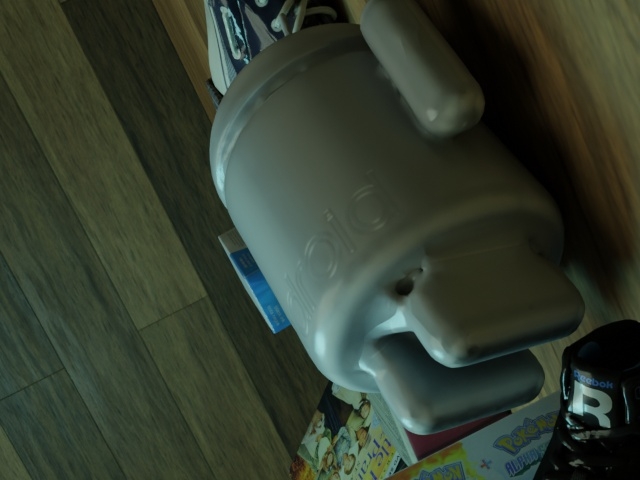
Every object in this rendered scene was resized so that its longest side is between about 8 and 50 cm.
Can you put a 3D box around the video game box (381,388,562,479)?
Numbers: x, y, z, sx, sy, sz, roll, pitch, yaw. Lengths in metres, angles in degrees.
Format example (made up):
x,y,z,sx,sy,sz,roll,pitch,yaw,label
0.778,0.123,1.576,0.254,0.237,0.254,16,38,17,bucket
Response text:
x,y,z,sx,sy,sz,roll,pitch,yaw,label
0.167,0.218,0.646,0.187,0.205,0.048,54,164,48,video game box

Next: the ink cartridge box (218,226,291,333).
x,y,z,sx,sy,sz,roll,pitch,yaw,label
0.000,0.000,1.011,0.085,0.203,0.148,64,173,-23,ink cartridge box

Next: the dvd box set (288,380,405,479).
x,y,z,sx,sy,sz,roll,pitch,yaw,label
0.069,0.331,1.406,0.062,0.307,0.420,24,-177,-15,dvd box set

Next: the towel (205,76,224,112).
x,y,z,sx,sy,sz,roll,pitch,yaw,label
-0.090,-0.141,1.421,0.283,0.121,0.235,52,165,55,towel

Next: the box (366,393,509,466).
x,y,z,sx,sy,sz,roll,pitch,yaw,label
0.114,0.142,1.011,0.232,0.127,0.148,67,171,-26,box

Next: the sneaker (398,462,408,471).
x,y,z,sx,sy,sz,roll,pitch,yaw,label
0.152,0.324,1.116,0.222,0.083,0.118,-13,-74,-61,sneaker

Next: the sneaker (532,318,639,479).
x,y,z,sx,sy,sz,roll,pitch,yaw,label
0.143,0.128,0.487,0.079,0.217,0.121,15,140,39,sneaker

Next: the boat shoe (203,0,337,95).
x,y,z,sx,sy,sz,roll,pitch,yaw,label
-0.043,-0.255,0.864,0.158,0.127,0.340,33,153,29,boat shoe

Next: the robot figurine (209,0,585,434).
x,y,z,sx,sy,sz,roll,pitch,yaw,label
0.041,-0.030,0.658,0.353,0.200,0.299,57,142,38,robot figurine
